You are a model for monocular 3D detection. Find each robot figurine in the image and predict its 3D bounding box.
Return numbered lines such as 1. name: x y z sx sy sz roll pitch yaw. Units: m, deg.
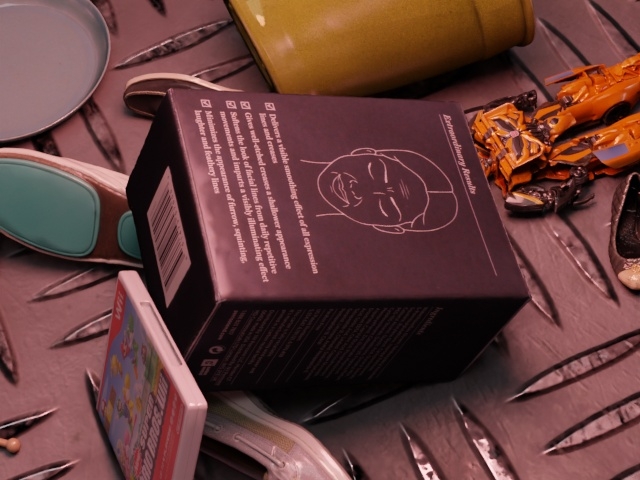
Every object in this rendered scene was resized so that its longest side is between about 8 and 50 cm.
1. robot figurine: 0.340 -0.151 1.854 0.291 0.085 0.211 -20 55 -10

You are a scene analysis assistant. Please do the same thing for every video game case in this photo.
1. video game case: -0.199 0.191 1.539 0.025 0.204 0.285 0 28 -25

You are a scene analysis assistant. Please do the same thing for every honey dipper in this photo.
1. honey dipper: -0.448 0.236 1.677 0.160 0.030 0.030 12 58 8

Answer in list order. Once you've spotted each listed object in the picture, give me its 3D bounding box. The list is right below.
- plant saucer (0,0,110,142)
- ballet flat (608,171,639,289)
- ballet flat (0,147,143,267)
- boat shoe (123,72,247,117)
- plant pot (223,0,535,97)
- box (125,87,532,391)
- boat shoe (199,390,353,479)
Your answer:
1. plant saucer: -0.466 -0.261 1.999 0.317 0.044 0.317 -1 57 2
2. ballet flat: 0.409 -0.012 1.779 0.057 0.049 0.173 0 57 5
3. ballet flat: -0.272 -0.038 1.795 0.400 0.139 0.139 14 58 4
4. boat shoe: -0.174 -0.177 1.902 0.233 0.084 0.079 15 58 9
5. plant pot: 0.054 -0.351 1.876 0.353 0.366 0.366 -29 59 -2
6. box: 0.000 0.000 1.612 0.395 0.212 0.293 0 56 -25
7. boat shoe: -0.068 0.260 1.592 0.320 0.118 0.103 35 71 27
